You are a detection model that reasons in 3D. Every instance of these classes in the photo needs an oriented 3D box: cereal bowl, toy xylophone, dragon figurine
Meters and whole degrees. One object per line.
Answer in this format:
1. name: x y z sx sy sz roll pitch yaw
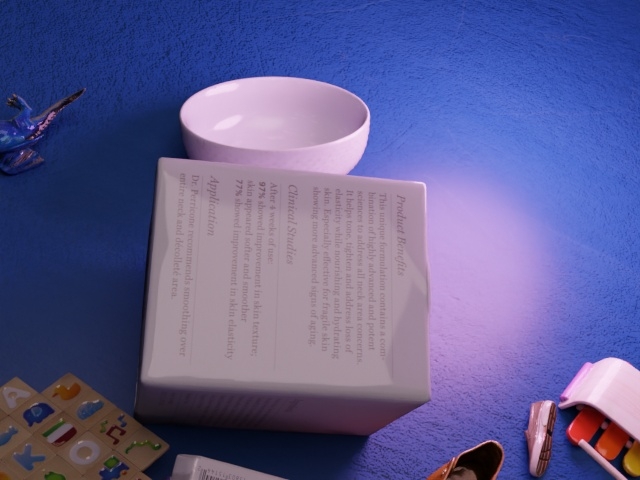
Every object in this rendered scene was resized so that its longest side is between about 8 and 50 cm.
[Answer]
1. cereal bowl: -0.083 -0.173 1.734 0.339 0.141 0.339 2 31 -1
2. toy xylophone: 0.546 0.343 1.618 0.236 0.081 0.322 -34 70 -30
3. dragon figurine: -0.535 -0.173 1.685 0.289 0.085 0.144 -18 63 -24

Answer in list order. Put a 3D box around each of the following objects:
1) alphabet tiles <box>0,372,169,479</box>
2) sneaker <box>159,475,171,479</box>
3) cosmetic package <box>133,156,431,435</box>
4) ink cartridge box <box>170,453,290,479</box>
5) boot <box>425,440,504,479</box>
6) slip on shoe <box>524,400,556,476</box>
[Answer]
1. alphabet tiles: -0.395 0.323 1.357 0.342 0.011 0.285 27 48 30
2. sneaker: -0.343 0.431 1.302 0.236 0.130 0.322 25 60 -2
3. cosmetic package: -0.068 0.101 1.440 0.394 0.327 0.329 6 69 -10
4. ink cartridge box: -0.091 0.455 1.315 0.296 0.066 0.261 24 68 -32
5. boot: 0.141 0.413 1.390 0.104 0.211 0.295 41 57 15
6. slip on shoe: 0.362 0.330 1.608 0.041 0.051 0.135 -2 56 33
